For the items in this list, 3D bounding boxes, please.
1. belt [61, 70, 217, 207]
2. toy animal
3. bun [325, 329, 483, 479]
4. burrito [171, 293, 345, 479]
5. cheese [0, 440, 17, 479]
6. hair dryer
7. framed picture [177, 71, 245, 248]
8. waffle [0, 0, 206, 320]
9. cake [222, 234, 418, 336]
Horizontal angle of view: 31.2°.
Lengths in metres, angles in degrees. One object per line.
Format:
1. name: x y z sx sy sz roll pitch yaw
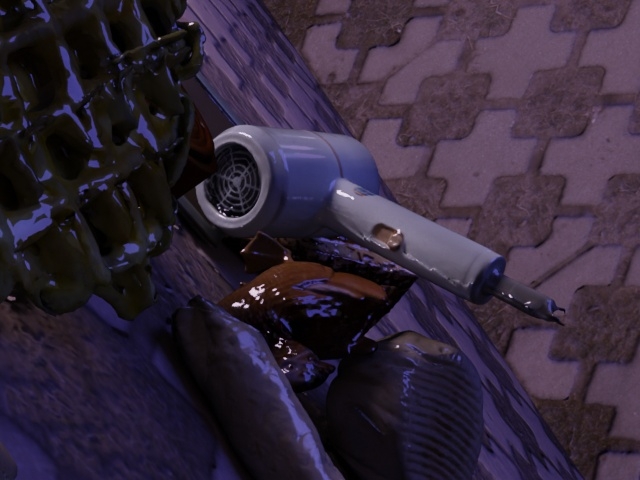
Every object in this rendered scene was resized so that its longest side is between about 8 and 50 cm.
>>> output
1. belt: -0.190 -0.131 0.852 0.261 0.105 0.184 54 12 -1
2. toy animal: 0.001 0.067 0.947 0.188 0.089 0.179 -3 27 -24
3. bun: 0.066 0.158 1.017 0.167 0.113 0.173 -53 131 -41
4. burrito: -0.019 0.157 0.794 0.275 0.059 0.082 57 -4 17
5. cheese: -0.104 0.165 0.318 0.286 0.082 0.163 59 11 14
6. hair dryer: 0.065 -0.007 1.036 0.357 0.108 0.173 26 17 32
7. framed picture: -0.164 -0.141 1.116 0.273 0.016 0.216 50 27 -16
8. waffle: -0.177 -0.112 0.648 0.297 0.073 0.317 31 45 -42
9. cake: -0.002 -0.009 1.221 0.246 0.135 0.112 45 14 -40
